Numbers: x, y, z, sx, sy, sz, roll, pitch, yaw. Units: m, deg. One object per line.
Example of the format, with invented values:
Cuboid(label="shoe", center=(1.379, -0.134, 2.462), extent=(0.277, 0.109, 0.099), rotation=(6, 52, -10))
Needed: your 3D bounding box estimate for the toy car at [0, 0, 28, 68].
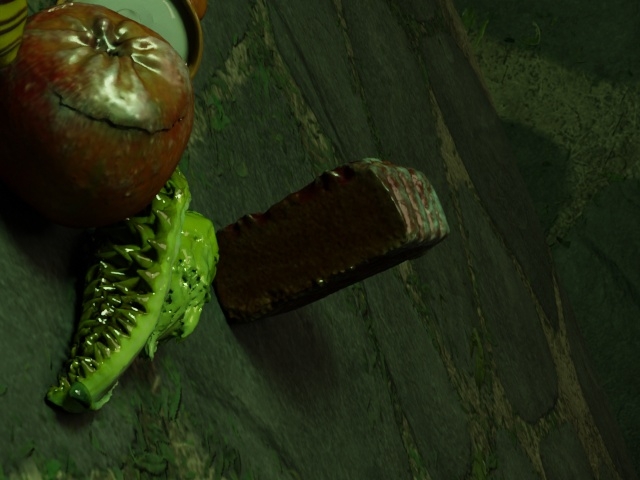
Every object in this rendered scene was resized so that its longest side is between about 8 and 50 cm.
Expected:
Cuboid(label="toy car", center=(-0.287, -0.207, 1.070), extent=(0.248, 0.142, 0.200), rotation=(31, 42, -50))

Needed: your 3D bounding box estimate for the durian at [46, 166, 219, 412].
Cuboid(label="durian", center=(-0.143, 0.013, 1.333), extent=(0.375, 0.107, 0.132), rotation=(-77, 148, -52))

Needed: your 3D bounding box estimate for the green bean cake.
Cuboid(label="green bean cake", center=(0.000, 0.000, 1.551), extent=(0.198, 0.233, 0.097), rotation=(-5, 72, -67))

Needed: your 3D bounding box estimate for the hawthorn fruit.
Cuboid(label="hawthorn fruit", center=(-0.182, -0.095, 1.243), extent=(0.173, 0.173, 0.173), rotation=(55, 23, -38))

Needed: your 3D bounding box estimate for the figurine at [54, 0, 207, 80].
Cuboid(label="figurine", center=(-0.178, -0.191, 1.433), extent=(0.143, 0.143, 0.271), rotation=(65, -16, -14))
